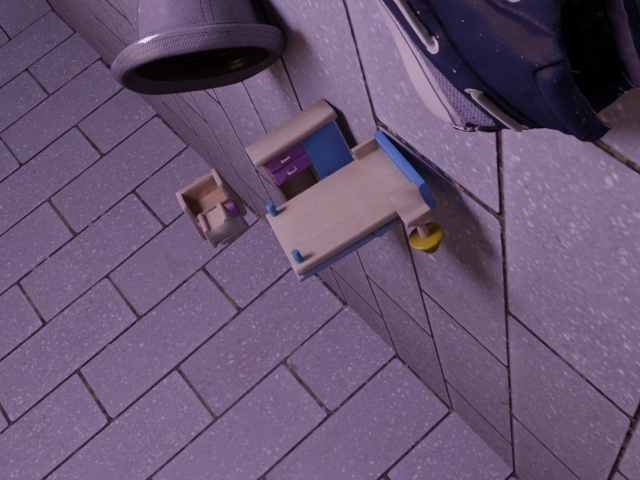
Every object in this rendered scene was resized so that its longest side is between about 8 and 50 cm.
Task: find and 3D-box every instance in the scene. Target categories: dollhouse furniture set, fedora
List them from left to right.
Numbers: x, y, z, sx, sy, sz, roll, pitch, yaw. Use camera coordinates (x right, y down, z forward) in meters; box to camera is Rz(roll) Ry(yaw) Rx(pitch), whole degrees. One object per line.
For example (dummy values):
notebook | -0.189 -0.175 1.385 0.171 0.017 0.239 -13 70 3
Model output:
fedora | -0.174 -0.294 1.047 0.275 0.243 0.124 -178 78 -80
dollhouse furniture set | 0.000 0.000 1.044 0.198 0.286 0.303 58 179 -40

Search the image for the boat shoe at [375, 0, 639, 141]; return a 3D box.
boat shoe | 0.085 -0.199 0.457 0.340 0.127 0.158 47 167 -34
